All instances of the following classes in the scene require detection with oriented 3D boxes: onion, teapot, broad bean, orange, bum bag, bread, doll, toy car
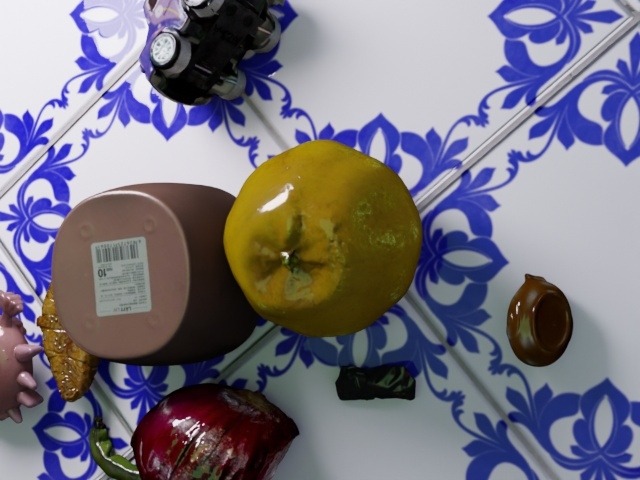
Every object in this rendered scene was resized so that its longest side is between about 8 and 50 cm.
[{"bbox_3d":[-0.173,0.310,1.235,0.206,0.207,0.216,33,92,12],"label":"onion"},{"bbox_3d":[0.295,0.109,1.163,0.098,0.078,0.129,9,79,-23],"label":"teapot"},{"bbox_3d":[-0.310,0.367,1.354,0.195,0.046,0.061,39,102,16],"label":"broad bean"},{"bbox_3d":[0.000,0.000,1.171,0.279,0.235,0.279,1,93,24],"label":"orange"},{"bbox_3d":[0.081,0.210,1.242,0.124,0.034,0.058,-7,100,17],"label":"bum bag"},{"bbox_3d":[-0.402,0.144,1.373,0.104,0.076,0.233,-3,85,12],"label":"bread"},{"bbox_3d":[-0.537,0.197,1.395,0.211,0.093,0.262,30,114,27],"label":"doll"},{"bbox_3d":[-0.185,-0.330,1.285,0.158,0.172,0.235,43,104,30],"label":"toy car"}]

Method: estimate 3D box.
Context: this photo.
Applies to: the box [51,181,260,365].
[{"bbox_3d":[-0.247,0.047,1.258,0.300,0.216,0.301,-1,86,17],"label":"box"}]
